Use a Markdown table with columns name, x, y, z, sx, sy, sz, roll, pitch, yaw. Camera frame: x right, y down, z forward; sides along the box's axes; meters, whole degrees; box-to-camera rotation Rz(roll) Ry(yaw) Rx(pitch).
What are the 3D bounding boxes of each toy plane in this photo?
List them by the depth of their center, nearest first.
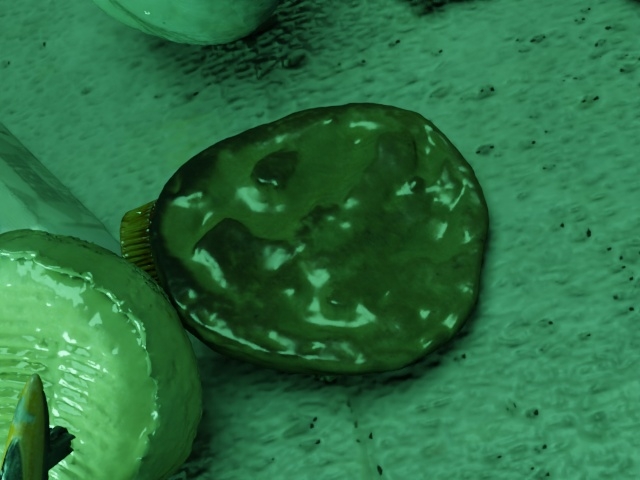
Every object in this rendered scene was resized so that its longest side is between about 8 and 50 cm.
| name | x | y | z | sx | sy | sz | roll | pitch | yaw |
| --- | --- | --- | --- | --- | --- | --- | --- | --- | --- |
| toy plane | -0.228 | 0.243 | 1.220 | 0.204 | 0.103 | 0.316 | 16 | 101 | 18 |

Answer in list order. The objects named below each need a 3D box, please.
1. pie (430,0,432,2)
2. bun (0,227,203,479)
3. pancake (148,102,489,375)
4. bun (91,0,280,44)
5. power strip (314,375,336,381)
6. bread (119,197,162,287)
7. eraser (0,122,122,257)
| name | x | y | z | sx | sy | sz | roll | pitch | yaw |
| --- | --- | --- | --- | --- | --- | --- | --- | --- | --- |
| pie | 0.094 | -0.271 | 1.532 | 0.092 | 0.034 | 0.170 | -39 | 50 | -8 |
| bun | -0.213 | 0.111 | 1.318 | 0.259 | 0.152 | 0.259 | 2 | 96 | 15 |
| pancake | 0.000 | 0.000 | 1.366 | 0.294 | 0.049 | 0.294 | 1 | 56 | -1 |
| bun | -0.142 | -0.349 | 1.480 | 0.211 | 0.362 | 0.362 | -8 | 57 | -8 |
| power strip | 0.025 | 0.084 | 1.358 | 0.083 | 0.017 | 0.027 | -44 | 60 | -8 |
| bread | -0.137 | 0.004 | 1.422 | 0.053 | 0.085 | 0.085 | -15 | 57 | 20 |
| eraser | -0.366 | -0.032 | 1.520 | 0.213 | 0.082 | 0.397 | -44 | 57 | -9 |
